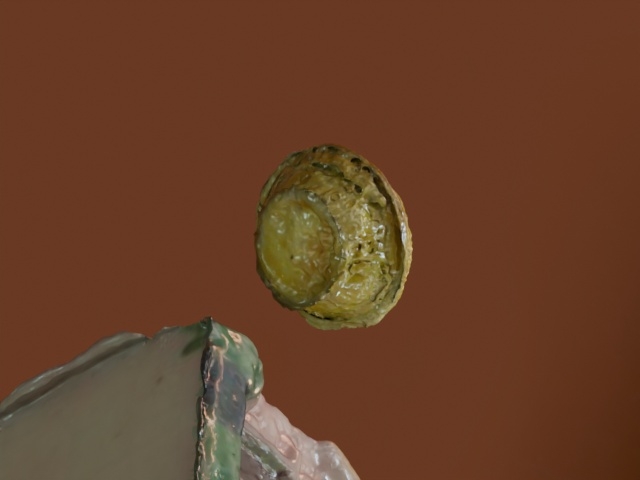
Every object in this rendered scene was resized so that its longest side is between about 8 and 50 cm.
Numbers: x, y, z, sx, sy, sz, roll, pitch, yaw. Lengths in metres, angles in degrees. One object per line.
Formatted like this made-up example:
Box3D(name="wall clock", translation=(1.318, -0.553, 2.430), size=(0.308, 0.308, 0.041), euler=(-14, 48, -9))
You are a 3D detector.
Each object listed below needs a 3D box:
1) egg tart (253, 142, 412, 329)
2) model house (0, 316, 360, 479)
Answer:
Box3D(name="egg tart", translation=(0.000, 0.000, 1.602), size=(0.191, 0.074, 0.191), euler=(10, 105, 39))
Box3D(name="model house", translation=(-0.068, 0.212, 0.961), size=(0.202, 0.237, 0.237), euler=(-28, 128, 25))
